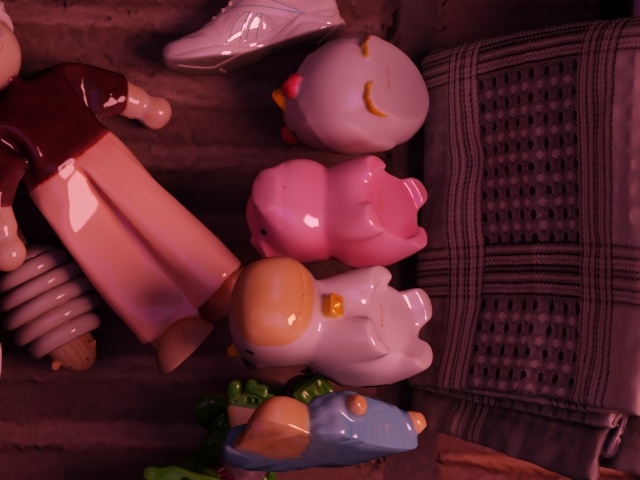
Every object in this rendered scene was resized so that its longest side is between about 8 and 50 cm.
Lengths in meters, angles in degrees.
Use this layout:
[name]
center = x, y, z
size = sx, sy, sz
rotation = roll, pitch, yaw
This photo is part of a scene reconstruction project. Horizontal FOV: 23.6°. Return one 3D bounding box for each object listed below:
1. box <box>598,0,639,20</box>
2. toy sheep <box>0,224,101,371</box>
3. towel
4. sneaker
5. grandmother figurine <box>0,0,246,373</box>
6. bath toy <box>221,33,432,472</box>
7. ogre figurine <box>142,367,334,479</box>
[box]
center = 0.364, -0.139, 1.166
size = 0.296, 0.183, 0.294
rotation = 4, 90, 2
[toy sheep]
center = -0.222, 0.048, 1.244
size = 0.091, 0.091, 0.132
rotation = -32, 89, 3
[towel]
center = 0.155, 0.004, 1.128
size = 0.056, 0.312, 0.324
rotation = 2, 91, -31
[sneaker]
center = -0.059, -0.177, 1.255
size = 0.152, 0.054, 0.061
rotation = -17, 81, -3
[grandmother figurine]
center = -0.194, -0.064, 1.209
size = 0.342, 0.208, 0.104
rotation = 47, 135, -6
[bath toy]
center = 0.000, 0.000, 1.160
size = 0.129, 0.151, 0.348
rotation = -23, 50, 40
[ogre figurine]
center = -0.073, 0.169, 1.223
size = 0.097, 0.118, 0.197
rotation = 34, 91, 6
